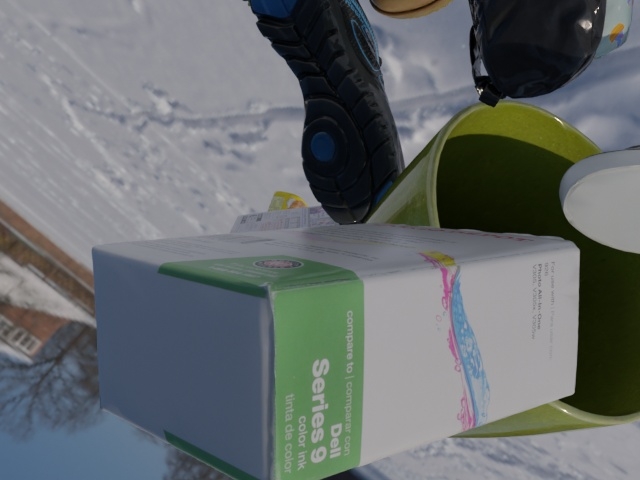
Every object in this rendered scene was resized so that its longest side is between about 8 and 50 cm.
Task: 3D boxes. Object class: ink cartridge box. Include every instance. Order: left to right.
[{"bbox_3d":[0.012,0.044,0.448,0.212,0.093,0.154,-8,-170,-40],"label":"ink cartridge box"}]

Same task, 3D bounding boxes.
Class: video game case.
[{"bbox_3d":[0.000,0.000,1.164,0.269,0.244,0.061,-93,-5,-79],"label":"video game case"}]

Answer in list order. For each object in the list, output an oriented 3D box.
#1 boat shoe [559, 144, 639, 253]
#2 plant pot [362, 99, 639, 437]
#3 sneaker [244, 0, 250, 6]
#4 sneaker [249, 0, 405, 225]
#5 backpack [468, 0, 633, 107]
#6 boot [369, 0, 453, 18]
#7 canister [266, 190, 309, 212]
[{"bbox_3d":[0.260,-0.038,0.575,0.219,0.070,0.078,3,136,-10],"label":"boat shoe"},{"bbox_3d":[0.113,0.066,0.772,0.274,0.275,0.293,41,139,-11],"label":"plant pot"},{"bbox_3d":[-0.132,-0.473,1.352,0.084,0.235,0.097,-8,156,5],"label":"sneaker"},{"bbox_3d":[0.038,-0.172,0.985,0.125,0.139,0.341,-14,94,35],"label":"sneaker"},{"bbox_3d":[0.165,-0.186,0.616,0.115,0.182,0.152,0,110,22],"label":"backpack"},{"bbox_3d":[0.087,-0.329,0.877,0.236,0.089,0.269,-16,167,34],"label":"boot"},{"bbox_3d":[-0.077,0.002,1.692,0.073,0.170,0.126,12,163,24],"label":"canister"}]
